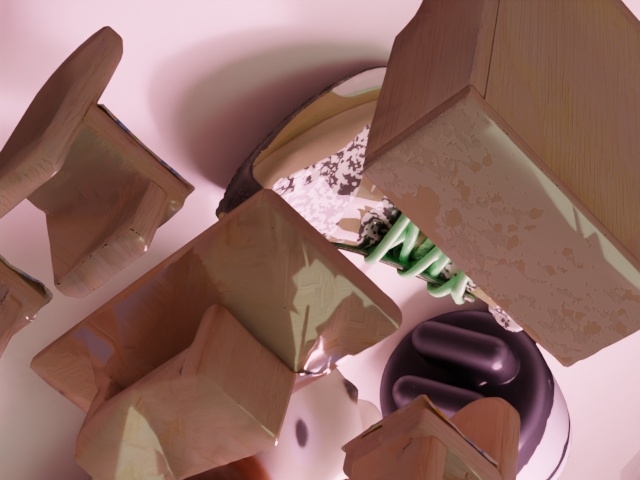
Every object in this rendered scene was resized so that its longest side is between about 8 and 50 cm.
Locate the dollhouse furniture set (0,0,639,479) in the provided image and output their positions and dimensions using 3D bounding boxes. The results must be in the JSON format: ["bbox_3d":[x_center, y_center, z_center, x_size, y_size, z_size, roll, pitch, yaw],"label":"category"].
[{"bbox_3d":[0.000,0.000,0.842,0.394,0.256,0.362,-34,113,32],"label":"dollhouse furniture set"}]

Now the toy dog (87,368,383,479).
[{"bbox_3d":[-0.104,0.221,1.165,0.395,0.284,0.408,8,135,-13],"label":"toy dog"}]

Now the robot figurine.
[{"bbox_3d":[0.163,0.175,1.413,0.209,0.173,0.278,-34,149,1],"label":"robot figurine"}]

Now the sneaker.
[{"bbox_3d":[0.103,-0.015,1.083,0.410,0.182,0.158,0,134,-45],"label":"sneaker"}]
